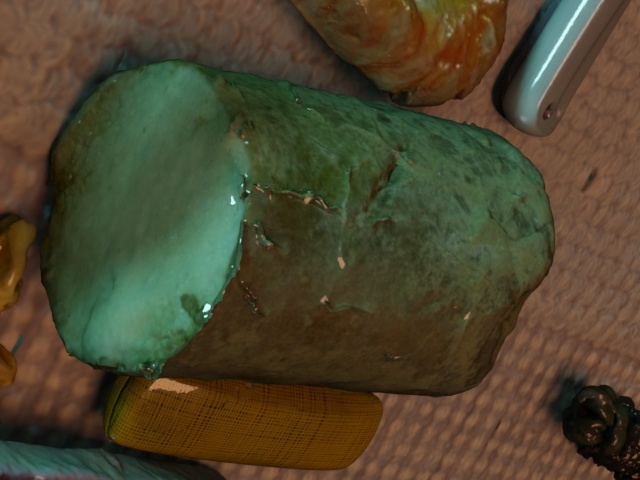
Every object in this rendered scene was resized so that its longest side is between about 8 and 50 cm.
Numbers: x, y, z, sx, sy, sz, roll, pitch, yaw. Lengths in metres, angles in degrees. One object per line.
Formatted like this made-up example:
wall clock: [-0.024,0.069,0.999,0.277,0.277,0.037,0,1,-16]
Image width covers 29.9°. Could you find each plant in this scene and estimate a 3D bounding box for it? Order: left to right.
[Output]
plant: [0.279,0.184,1.152,0.174,0.087,0.085,37,61,-49]

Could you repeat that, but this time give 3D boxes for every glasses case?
glasses case: [-0.049,0.123,0.869,0.234,0.064,0.079,15,107,-42]

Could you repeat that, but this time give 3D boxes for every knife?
knife: [0.222,-0.197,0.908,0.073,0.040,0.266,24,100,-54]

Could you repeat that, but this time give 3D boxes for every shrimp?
shrimp: [0.031,-0.193,0.756,0.294,0.062,0.154,31,82,-46]

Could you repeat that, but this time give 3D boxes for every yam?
yam: [0.000,0.000,0.745,0.300,0.195,0.195,8,110,-40]

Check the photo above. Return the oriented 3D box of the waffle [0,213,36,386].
waffle: [-0.253,0.049,0.677,0.229,0.057,0.219,-54,135,0]

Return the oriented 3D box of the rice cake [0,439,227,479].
rice cake: [-0.153,0.177,0.797,0.081,0.051,0.290,-43,148,13]
